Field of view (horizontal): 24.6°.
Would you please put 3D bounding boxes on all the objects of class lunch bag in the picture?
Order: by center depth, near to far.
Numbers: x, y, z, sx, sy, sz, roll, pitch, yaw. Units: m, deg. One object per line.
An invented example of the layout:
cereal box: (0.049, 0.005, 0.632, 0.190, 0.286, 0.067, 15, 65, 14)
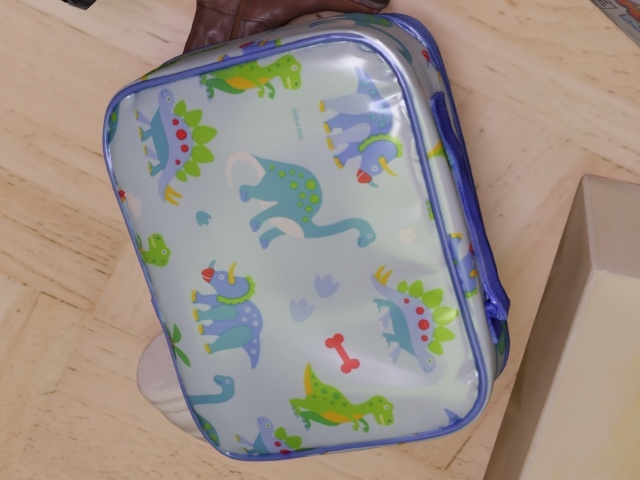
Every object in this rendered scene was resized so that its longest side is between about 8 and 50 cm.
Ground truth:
lunch bag: (0.000, 0.000, 0.750, 0.176, 0.090, 0.219, -12, 104, 20)

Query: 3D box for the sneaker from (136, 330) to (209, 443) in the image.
sneaker: (0.001, 0.077, 0.885, 0.212, 0.080, 0.094, -13, 133, 21)

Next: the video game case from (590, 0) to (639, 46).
video game case: (0.212, -0.083, 0.716, 0.157, 0.143, 0.019, 39, 85, -17)

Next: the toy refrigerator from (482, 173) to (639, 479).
toy refrigerator: (0.164, 0.107, 0.859, 0.094, 0.102, 0.270, 12, 122, -1)

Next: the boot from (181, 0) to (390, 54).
boot: (-0.025, -0.099, 0.787, 0.106, 0.037, 0.114, 21, 120, 9)

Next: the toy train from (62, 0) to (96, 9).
toy train: (-0.107, -0.178, 0.657, 0.036, 0.027, 0.158, 19, 126, 8)
